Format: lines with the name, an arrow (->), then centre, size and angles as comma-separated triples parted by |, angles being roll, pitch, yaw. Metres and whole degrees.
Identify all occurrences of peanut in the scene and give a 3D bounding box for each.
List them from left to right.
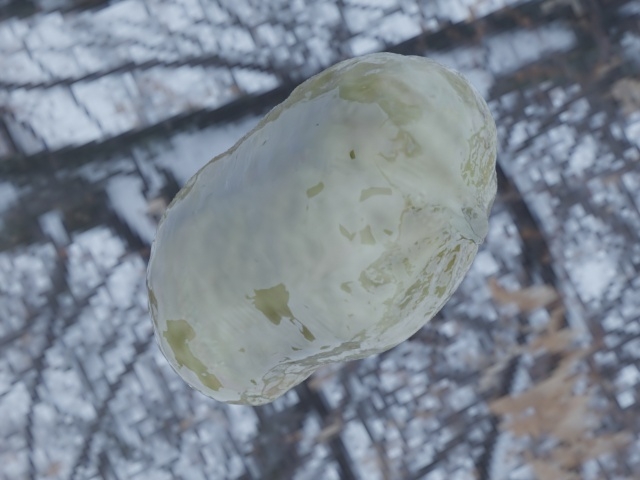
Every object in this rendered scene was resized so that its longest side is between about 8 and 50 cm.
peanut -> 0.000, 0.000, 0.896 | 0.224, 0.129, 0.129 | -38, -104, 39
